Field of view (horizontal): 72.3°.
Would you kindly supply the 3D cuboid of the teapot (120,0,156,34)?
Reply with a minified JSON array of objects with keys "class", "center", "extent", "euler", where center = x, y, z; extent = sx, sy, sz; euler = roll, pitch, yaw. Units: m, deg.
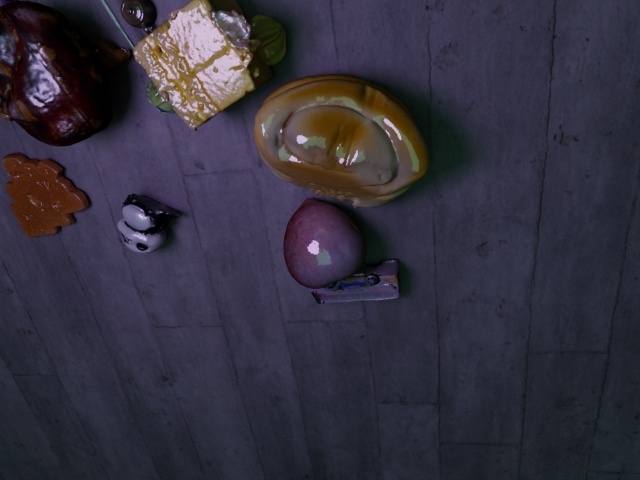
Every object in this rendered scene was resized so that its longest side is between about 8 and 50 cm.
[{"class":"teapot","center":[-0.458,-0.566,1.099],"extent":[0.076,0.068,0.121],"euler":[-27,108,21]}]

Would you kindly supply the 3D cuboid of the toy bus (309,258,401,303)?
[{"class":"toy bus","center":[0.100,0.125,1.323],"extent":[0.274,0.090,0.112],"euler":[-5,123,14]}]

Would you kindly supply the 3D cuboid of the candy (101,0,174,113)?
[{"class":"candy","center":[-0.466,-0.478,1.110],"extent":[0.092,0.093,0.335],"euler":[-20,119,20]}]

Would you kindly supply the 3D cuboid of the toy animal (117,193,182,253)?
[{"class":"toy animal","center":[-0.525,-0.040,1.327],"extent":[0.166,0.138,0.179],"euler":[32,113,12]}]

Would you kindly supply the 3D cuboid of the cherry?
[{"class":"cherry","center":[0.001,0.010,1.218],"extent":[0.239,0.206,0.239],"euler":[7,121,11]}]

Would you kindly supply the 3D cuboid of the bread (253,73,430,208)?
[{"class":"bread","center":[0.042,-0.224,1.076],"extent":[0.424,0.245,0.329],"euler":[16,118,-2]}]

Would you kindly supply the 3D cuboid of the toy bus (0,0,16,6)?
[{"class":"toy bus","center":[-0.848,-0.620,1.131],"extent":[0.108,0.096,0.199],"euler":[-3,112,7]}]

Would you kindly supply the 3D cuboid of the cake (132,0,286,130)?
[{"class":"cake","center":[-0.234,-0.441,1.033],"extent":[0.286,0.227,0.222],"euler":[-26,113,23]}]

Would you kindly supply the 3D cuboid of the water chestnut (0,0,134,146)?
[{"class":"water chestnut","center":[-0.637,-0.424,1.094],"extent":[0.347,0.335,0.335],"euler":[-25,112,-12]}]

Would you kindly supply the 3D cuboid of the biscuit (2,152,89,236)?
[{"class":"biscuit","center":[-0.896,-0.129,1.405],"extent":[0.284,0.043,0.306],"euler":[34,119,-8]}]
